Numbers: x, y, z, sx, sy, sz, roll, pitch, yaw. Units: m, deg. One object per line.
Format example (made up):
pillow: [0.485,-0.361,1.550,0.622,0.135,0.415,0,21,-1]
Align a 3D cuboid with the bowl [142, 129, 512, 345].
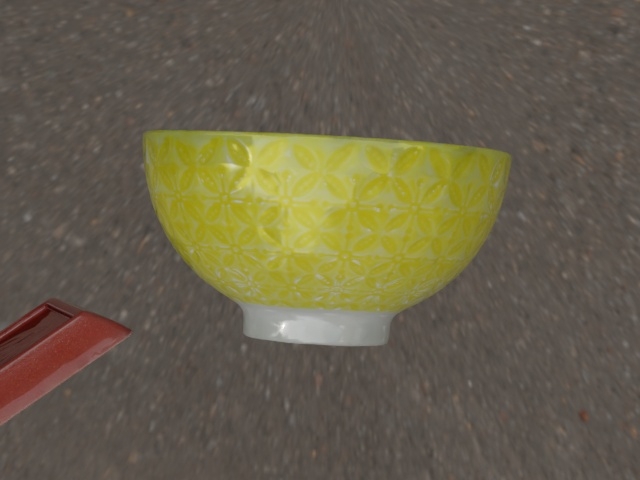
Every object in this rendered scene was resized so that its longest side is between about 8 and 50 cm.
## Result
bowl: [0.000,0.000,1.262,0.289,0.289,0.156,4,91,0]

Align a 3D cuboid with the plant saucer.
plant saucer: [-0.343,0.142,1.732,0.258,0.259,0.048,-35,102,-14]
